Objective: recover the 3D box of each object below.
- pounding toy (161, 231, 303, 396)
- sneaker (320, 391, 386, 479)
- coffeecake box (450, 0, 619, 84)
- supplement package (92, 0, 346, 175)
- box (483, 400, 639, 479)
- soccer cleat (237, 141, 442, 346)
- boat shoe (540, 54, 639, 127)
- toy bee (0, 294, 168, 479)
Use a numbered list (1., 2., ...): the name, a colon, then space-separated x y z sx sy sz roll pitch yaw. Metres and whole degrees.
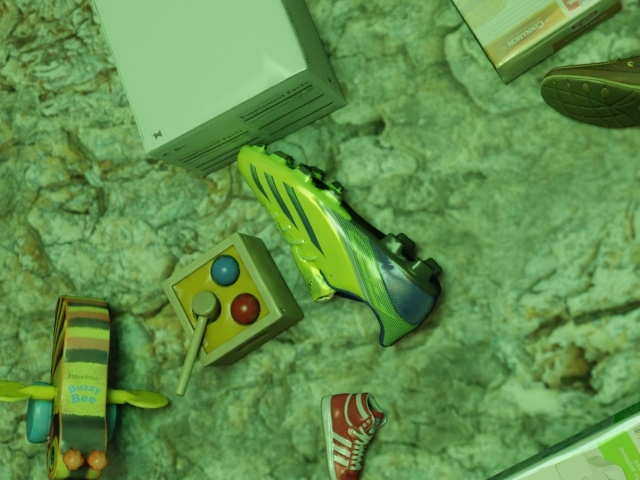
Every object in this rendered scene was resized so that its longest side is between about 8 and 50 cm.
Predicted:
1. pounding toy: -0.112 0.083 0.995 0.141 0.100 0.130 -33 74 13
2. sneaker: 0.041 0.222 0.958 0.067 0.042 0.118 -14 78 20
3. coffeecake box: 0.206 -0.286 0.942 0.142 0.068 0.185 -32 75 13
4. supplement package: -0.123 -0.242 1.011 0.204 0.145 0.262 -25 77 15
5. box: 0.280 0.314 0.821 0.231 0.127 0.262 -32 75 14
6. soccer cleat: 0.000 0.000 0.971 0.289 0.093 0.121 40 103 19
7. boat shoe: 0.316 -0.155 0.899 0.178 0.064 0.060 8 56 18
8. toy bee: -0.264 0.206 1.004 0.195 0.162 0.298 -15 88 -27
